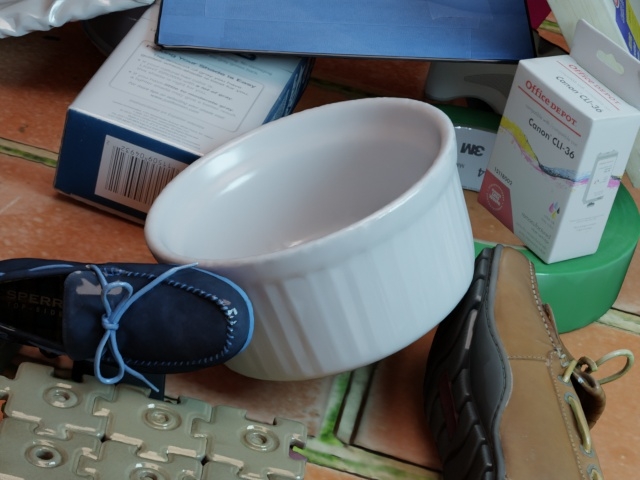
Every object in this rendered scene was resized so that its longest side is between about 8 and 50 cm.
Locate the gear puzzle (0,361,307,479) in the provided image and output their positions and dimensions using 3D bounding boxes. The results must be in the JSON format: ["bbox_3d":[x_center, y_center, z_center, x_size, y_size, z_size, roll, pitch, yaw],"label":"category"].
[{"bbox_3d":[-0.178,0.167,1.362,0.339,0.044,0.175,13,28,-5],"label":"gear puzzle"}]

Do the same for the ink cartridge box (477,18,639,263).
[{"bbox_3d":[0.225,-0.094,1.653,0.067,0.198,0.115,-10,38,-34],"label":"ink cartridge box"}]

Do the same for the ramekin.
[{"bbox_3d":[0.000,0.000,1.529,0.277,0.135,0.277,-16,26,8],"label":"ramekin"}]

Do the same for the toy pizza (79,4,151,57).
[{"bbox_3d":[-0.176,-0.232,2.015,0.201,0.032,0.201,13,37,-10],"label":"toy pizza"}]

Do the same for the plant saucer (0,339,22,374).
[{"bbox_3d":[-0.300,0.109,1.442,0.067,0.018,0.192,17,32,6],"label":"plant saucer"}]

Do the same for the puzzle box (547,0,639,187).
[{"bbox_3d":[0.294,-0.259,1.852,0.052,0.272,0.409,-21,22,18],"label":"puzzle box"}]

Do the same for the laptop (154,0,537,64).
[{"bbox_3d":[0.032,-0.385,1.861,0.382,0.408,0.236,2,1,-2],"label":"laptop"}]

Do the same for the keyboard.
[{"bbox_3d":[-0.184,0.088,1.516,0.108,0.023,0.180,13,30,-10],"label":"keyboard"}]

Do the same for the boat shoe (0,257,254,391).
[{"bbox_3d":[-0.180,0.068,1.415,0.258,0.109,0.089,-1,4,26],"label":"boat shoe"}]

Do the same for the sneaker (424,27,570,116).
[{"bbox_3d":[0.251,-0.141,1.987,0.330,0.146,0.122,27,4,-24],"label":"sneaker"}]

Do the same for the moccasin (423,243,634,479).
[{"bbox_3d":[0.175,0.138,1.473,0.147,0.139,0.380,18,27,-14],"label":"moccasin"}]

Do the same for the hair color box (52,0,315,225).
[{"bbox_3d":[-0.123,-0.147,1.810,0.174,0.105,0.347,21,36,4],"label":"hair color box"}]

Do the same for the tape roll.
[{"bbox_3d":[0.156,-0.027,1.784,0.321,0.077,0.321,10,31,-6],"label":"tape roll"}]

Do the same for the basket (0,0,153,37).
[{"bbox_3d":[-0.356,-0.402,1.875,0.331,0.328,0.266,-12,26,5],"label":"basket"}]

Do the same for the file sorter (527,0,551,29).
[{"bbox_3d":[0.169,-0.399,2.149,0.182,0.202,0.290,39,1,43],"label":"file sorter"}]
